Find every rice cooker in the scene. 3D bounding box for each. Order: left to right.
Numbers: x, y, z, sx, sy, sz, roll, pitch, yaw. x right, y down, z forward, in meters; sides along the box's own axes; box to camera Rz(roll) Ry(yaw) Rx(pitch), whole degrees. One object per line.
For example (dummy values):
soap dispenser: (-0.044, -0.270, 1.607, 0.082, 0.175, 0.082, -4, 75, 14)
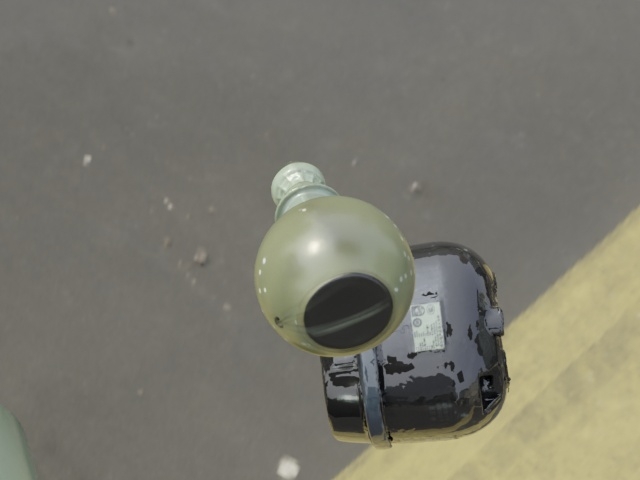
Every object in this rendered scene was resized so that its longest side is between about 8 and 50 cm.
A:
rice cooker: (0.111, 0.126, 1.815, 0.225, 0.267, 0.267, -6, 54, 6)

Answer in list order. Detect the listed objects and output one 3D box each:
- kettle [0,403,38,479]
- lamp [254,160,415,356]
kettle: (-0.193, 0.199, 0.712, 0.165, 0.240, 0.255, -9, 50, -18)
lamp: (0.000, 0.000, 0.883, 0.091, 0.091, 0.163, 4, 28, -14)
